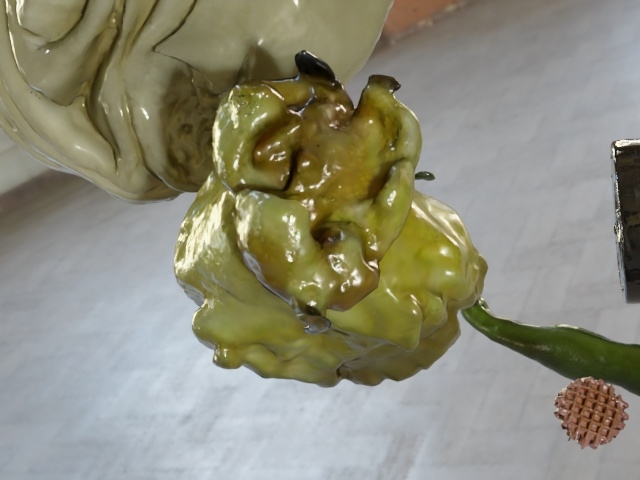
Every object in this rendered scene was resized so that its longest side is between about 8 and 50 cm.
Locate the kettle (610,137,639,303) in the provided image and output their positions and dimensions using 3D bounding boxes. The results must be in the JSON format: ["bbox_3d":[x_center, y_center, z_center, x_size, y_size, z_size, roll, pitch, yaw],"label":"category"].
[{"bbox_3d":[0.518,-0.011,1.456,0.290,0.268,0.207,-5,40,11],"label":"kettle"}]

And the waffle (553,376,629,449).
[{"bbox_3d":[0.289,0.185,1.242,0.083,0.029,0.075,-26,68,-22],"label":"waffle"}]

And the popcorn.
[{"bbox_3d":[0.009,0.005,0.617,0.195,0.168,0.173,115,180,-63],"label":"popcorn"}]

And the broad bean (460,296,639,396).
[{"bbox_3d":[0.292,0.119,1.397,0.318,0.098,0.056,29,39,15],"label":"broad bean"}]

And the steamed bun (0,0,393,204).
[{"bbox_3d":[-0.111,-0.177,0.780,0.289,0.203,0.276,1,59,47],"label":"steamed bun"}]
